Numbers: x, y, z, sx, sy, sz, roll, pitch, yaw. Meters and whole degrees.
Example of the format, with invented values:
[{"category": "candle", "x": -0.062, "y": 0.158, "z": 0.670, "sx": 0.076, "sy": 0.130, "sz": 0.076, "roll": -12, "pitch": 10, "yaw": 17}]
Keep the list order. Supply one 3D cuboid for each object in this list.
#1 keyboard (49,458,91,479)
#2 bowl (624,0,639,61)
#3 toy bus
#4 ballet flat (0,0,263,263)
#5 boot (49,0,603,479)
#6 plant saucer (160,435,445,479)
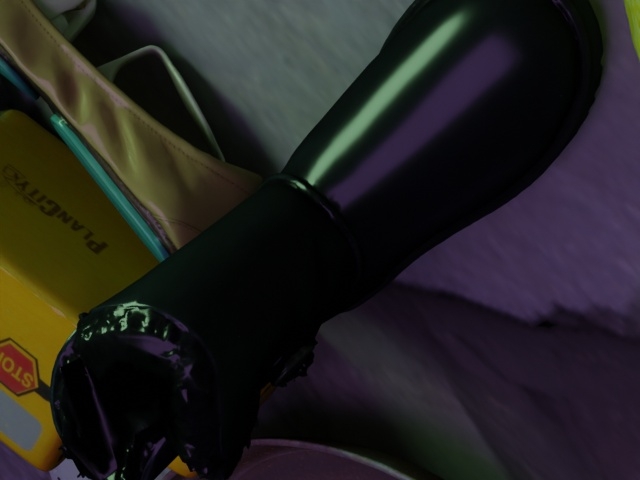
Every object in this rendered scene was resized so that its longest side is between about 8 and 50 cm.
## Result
[{"category": "keyboard", "x": -0.156, "y": 0.068, "z": 1.018, "sx": 0.072, "sy": 0.014, "sz": 0.256, "roll": 0, "pitch": 118, "yaw": 29}, {"category": "bowl", "x": 0.217, "y": -0.079, "z": 0.563, "sx": 0.289, "sy": 0.156, "sz": 0.290, "roll": 17, "pitch": 126, "yaw": 25}, {"category": "toy bus", "x": -0.178, "y": 0.008, "z": 0.912, "sx": 0.332, "sy": 0.108, "sz": 0.130, "roll": 37, "pitch": 128, "yaw": 7}, {"category": "ballet flat", "x": -0.121, "y": -0.086, "z": 0.859, "sx": 0.232, "sy": 0.073, "sz": 0.080, "roll": 47, "pitch": 173, "yaw": -2}, {"category": "boot", "x": 0.000, "y": 0.000, "z": 0.729, "sx": 0.094, "sy": 0.207, "sz": 0.246, "roll": 46, "pitch": 133, "yaw": 2}, {"category": "plant saucer", "x": 0.034, "y": 0.231, "z": 0.963, "sx": 0.310, "sy": 0.050, "sz": 0.311, "roll": 18, "pitch": 127, "yaw": 26}]
